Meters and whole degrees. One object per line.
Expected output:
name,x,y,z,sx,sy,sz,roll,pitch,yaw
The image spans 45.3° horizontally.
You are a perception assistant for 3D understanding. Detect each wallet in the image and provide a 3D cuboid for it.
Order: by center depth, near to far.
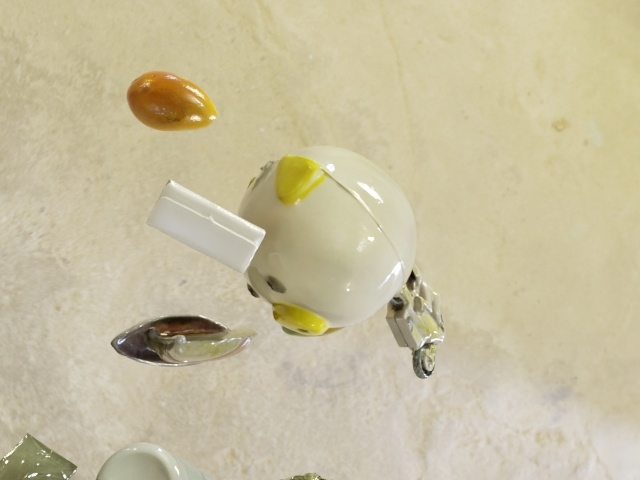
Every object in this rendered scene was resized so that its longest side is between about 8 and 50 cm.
wallet,-0.127,-0.014,0.850,0.122,0.025,0.061,29,112,-9

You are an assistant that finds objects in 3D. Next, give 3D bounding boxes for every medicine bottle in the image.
medicine bottle,-0.190,0.355,1.027,0.110,0.352,0.110,-3,65,6

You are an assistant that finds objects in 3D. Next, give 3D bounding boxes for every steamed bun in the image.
steamed bun,0.004,-0.005,1.364,0.334,0.374,0.334,4,80,-21

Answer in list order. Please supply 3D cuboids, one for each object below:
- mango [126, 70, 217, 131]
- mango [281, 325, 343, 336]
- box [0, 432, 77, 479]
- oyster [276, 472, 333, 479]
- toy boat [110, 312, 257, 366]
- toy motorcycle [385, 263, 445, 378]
mango,-0.349,-0.320,1.804,0.217,0.102,0.141,17,101,-7
mango,-0.011,0.213,2.069,0.195,0.130,0.092,-13,71,4
box,-0.670,0.578,1.681,0.155,0.149,0.231,32,38,7
oyster,-0.062,0.621,1.716,0.268,0.198,0.112,-6,116,-1
toy boat,-0.248,0.207,1.535,0.276,0.293,0.111,1,90,-44
toy motorcycle,0.261,0.192,2.075,0.223,0.108,0.340,-51,125,-44
